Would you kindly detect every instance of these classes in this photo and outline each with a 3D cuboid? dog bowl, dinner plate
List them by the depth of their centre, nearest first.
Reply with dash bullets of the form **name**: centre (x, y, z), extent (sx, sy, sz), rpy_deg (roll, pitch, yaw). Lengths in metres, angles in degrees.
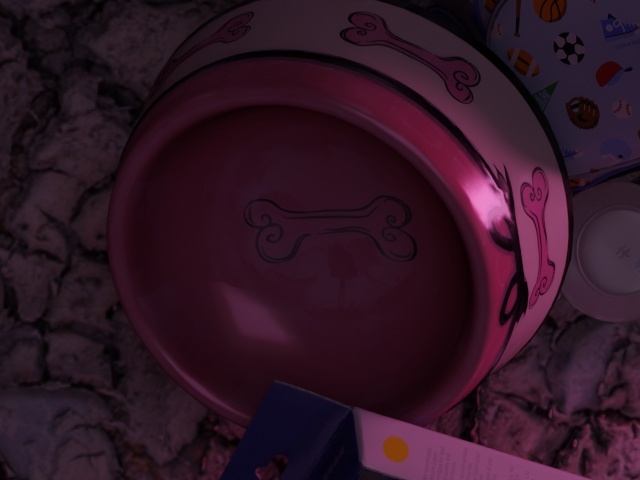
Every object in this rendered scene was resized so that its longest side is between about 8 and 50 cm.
- **dog bowl**: centre (0.000, 0.000, 1.286), extent (0.408, 0.150, 0.408), rpy_deg (9, 119, 17)
- **dinner plate**: centre (0.296, 0.011, 1.498), extent (0.141, 0.017, 0.141), rpy_deg (0, 90, -8)

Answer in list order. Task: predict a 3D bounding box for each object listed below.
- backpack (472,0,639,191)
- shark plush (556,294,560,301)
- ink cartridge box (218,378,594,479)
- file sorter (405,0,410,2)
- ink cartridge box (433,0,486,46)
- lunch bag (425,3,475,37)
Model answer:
- **backpack**: centre (0.252, -0.189, 1.286), extent (0.276, 0.213, 0.263), rpy_deg (-18, 99, 31)
- **shark plush**: centre (0.160, 0.010, 1.455), extent (0.073, 0.067, 0.161), rpy_deg (-37, 93, -6)
- **ink cartridge box**: centre (0.059, 0.264, 1.334), extent (0.307, 0.304, 0.072), rpy_deg (17, 52, -8)
- **file sorter**: centre (0.002, -0.216, 1.383), extent (0.118, 0.170, 0.104), rpy_deg (-40, 90, -15)
- **ink cartridge box**: centre (0.125, -0.271, 1.438), extent (0.060, 0.104, 0.180), rpy_deg (-41, 94, -6)
- **lunch bag**: centre (0.099, -0.172, 1.445), extent (0.067, 0.065, 0.098), rpy_deg (45, 120, -2)
